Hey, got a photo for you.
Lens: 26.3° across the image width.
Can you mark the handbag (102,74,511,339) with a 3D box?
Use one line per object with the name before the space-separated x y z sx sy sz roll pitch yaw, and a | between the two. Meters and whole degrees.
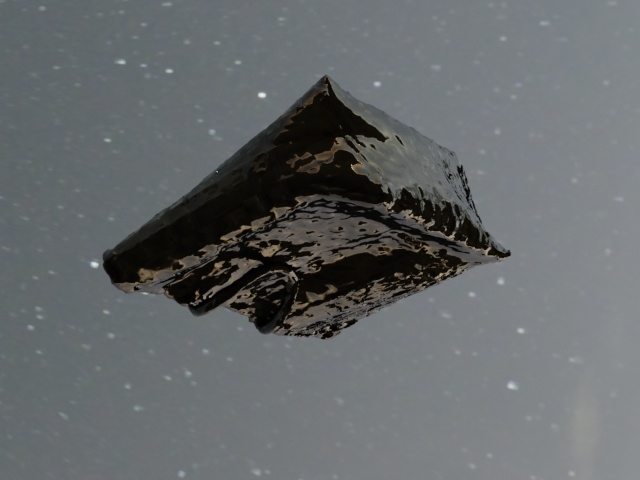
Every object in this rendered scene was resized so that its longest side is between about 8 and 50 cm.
handbag | 0.000 0.000 0.846 0.270 0.175 0.088 22 -141 -58
